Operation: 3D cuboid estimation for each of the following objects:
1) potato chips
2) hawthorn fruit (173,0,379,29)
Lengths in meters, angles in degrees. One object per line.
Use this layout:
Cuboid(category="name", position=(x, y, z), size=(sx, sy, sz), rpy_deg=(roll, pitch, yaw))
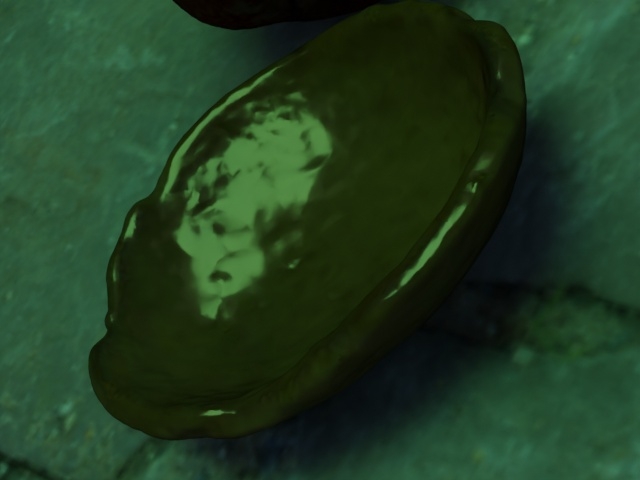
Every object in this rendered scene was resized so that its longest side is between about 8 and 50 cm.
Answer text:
Cuboid(category="potato chips", position=(0.001, -0.001, 0.706), size=(0.208, 0.062, 0.195), rpy_deg=(-55, 37, -7))
Cuboid(category="hawthorn fruit", position=(-0.026, -0.188, 0.790), size=(0.169, 0.169, 0.188), rpy_deg=(-28, 54, 21))
